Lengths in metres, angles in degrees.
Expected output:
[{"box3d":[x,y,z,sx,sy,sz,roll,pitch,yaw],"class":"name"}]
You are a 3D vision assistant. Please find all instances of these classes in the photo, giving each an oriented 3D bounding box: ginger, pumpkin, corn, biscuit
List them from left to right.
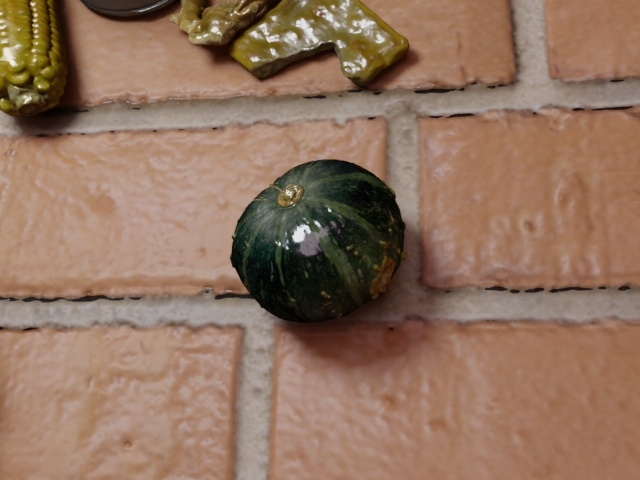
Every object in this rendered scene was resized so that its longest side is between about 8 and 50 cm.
[{"box3d":[-0.416,-0.316,1.165,0.120,0.120,0.363,-21,64,1],"class":"corn"},{"box3d":[-0.100,-0.316,1.138,0.193,0.052,0.176,0,57,29],"class":"ginger"},{"box3d":[-0.001,0.001,0.935,0.190,0.146,0.190,-24,47,29],"class":"pumpkin"},{"box3d":[0.000,-0.247,1.103,0.174,0.039,0.183,-42,65,-10],"class":"biscuit"}]

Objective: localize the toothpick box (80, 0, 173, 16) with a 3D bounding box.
[{"box3d":[-0.293,-0.452,1.094,0.229,0.316,0.229,-4,66,10],"class":"toothpick box"}]
